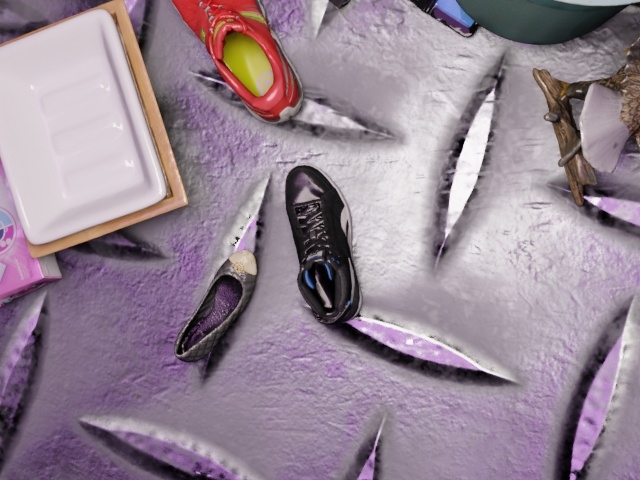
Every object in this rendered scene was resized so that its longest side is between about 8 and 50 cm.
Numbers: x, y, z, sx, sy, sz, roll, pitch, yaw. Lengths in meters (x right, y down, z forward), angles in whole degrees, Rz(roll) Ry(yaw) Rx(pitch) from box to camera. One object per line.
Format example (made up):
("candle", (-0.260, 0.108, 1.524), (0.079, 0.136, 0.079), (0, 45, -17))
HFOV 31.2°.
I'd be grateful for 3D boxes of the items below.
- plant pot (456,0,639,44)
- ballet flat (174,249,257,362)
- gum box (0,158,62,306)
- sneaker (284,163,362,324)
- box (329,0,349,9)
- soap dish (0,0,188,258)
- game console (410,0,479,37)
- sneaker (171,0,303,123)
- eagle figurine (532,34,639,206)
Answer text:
("plant pot", (0.269, -0.378, 1.267), (0.341, 0.334, 0.341), (0, 85, 0))
("ballet flat", (-0.136, 0.090, 1.525), (0.057, 0.049, 0.173), (31, 95, 10))
("gum box", (-0.441, -0.008, 1.584), (0.107, 0.062, 0.188), (-21, 84, 11))
("sneaker", (0.000, 0.000, 1.462), (0.079, 0.121, 0.217), (-18, 85, 10))
("box", (0.021, -0.395, 1.472), (0.116, 0.029, 0.162), (43, 132, 10))
("soap dish", (-0.315, -0.146, 1.534), (0.229, 0.118, 0.291), (-19, 84, 11))
("game console", (0.174, -0.341, 1.461), (0.122, 0.107, 0.071), (-56, 45, 5))
("sneaker", (-0.116, -0.279, 1.495), (0.107, 0.118, 0.279), (-38, 82, 8))
("eagle figurine", (0.412, -0.186, 1.351), (0.298, 0.226, 0.225), (-16, 65, 16))
